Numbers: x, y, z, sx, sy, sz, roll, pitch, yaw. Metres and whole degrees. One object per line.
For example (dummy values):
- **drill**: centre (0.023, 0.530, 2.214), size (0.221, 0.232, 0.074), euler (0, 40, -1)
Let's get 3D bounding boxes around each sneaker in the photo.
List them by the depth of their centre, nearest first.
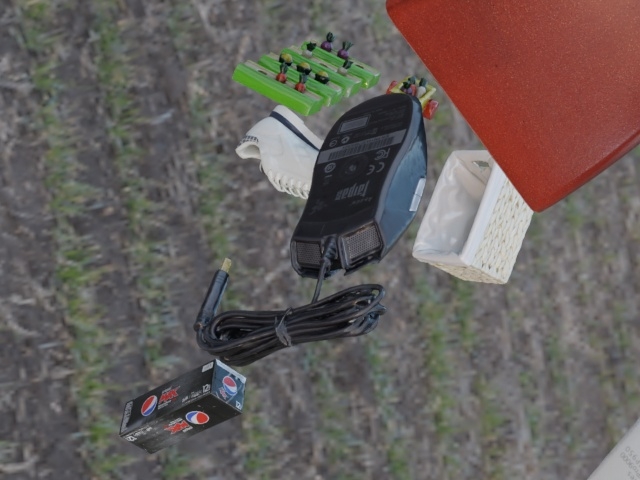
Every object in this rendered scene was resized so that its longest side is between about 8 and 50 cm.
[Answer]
- **sneaker**: centre (-0.022, -0.096, 1.960), size (0.095, 0.235, 0.090), euler (-39, 144, -15)

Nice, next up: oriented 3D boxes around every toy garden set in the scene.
- **toy garden set**: centre (0.033, -0.202, 1.729), size (0.244, 0.204, 0.049), euler (-35, 150, -63)

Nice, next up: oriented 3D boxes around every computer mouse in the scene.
- **computer mouse**: centre (0.000, 0.000, 1.080), size (0.060, 0.184, 0.262), euler (50, 37, -33)

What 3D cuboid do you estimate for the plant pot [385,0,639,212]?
- **plant pot**: centre (0.270, -0.236, 1.350), size (0.267, 0.236, 0.267), euler (51, 42, -14)

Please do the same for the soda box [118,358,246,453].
- **soda box**: centre (-0.172, 0.209, 1.706), size (0.060, 0.169, 0.053), euler (37, 41, -34)

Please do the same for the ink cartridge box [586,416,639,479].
- **ink cartridge box**: centre (0.298, 0.219, 1.109), size (0.308, 0.385, 0.091), euler (-15, 57, -40)

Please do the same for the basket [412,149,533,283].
- **basket**: centre (0.220, -0.030, 1.893), size (0.103, 0.113, 0.167), euler (29, 76, -33)
